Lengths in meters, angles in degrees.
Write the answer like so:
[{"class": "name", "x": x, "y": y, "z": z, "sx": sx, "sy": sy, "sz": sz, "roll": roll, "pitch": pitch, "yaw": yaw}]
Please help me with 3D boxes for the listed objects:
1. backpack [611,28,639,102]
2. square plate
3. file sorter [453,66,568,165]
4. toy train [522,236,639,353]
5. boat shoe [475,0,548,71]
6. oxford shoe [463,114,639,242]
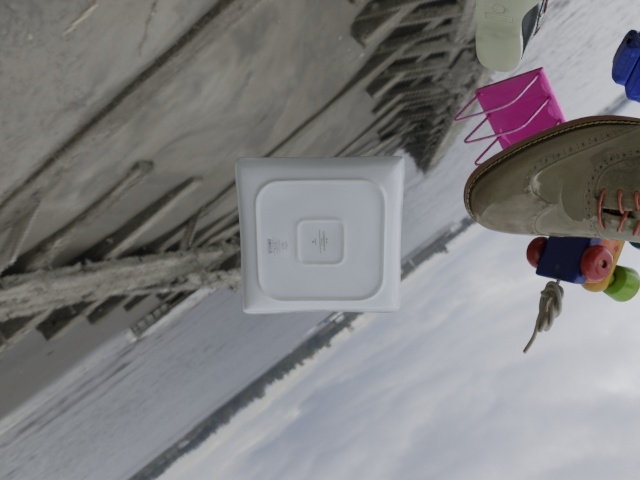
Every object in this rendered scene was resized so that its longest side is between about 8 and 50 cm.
[{"class": "backpack", "x": 0.490, "y": -0.270, "z": 0.941, "sx": 0.120, "sy": 0.101, "sz": 0.097, "roll": -55, "pitch": 168, "yaw": -45}, {"class": "square plate", "x": 0.000, "y": 0.000, "z": 1.322, "sx": 0.345, "sy": 0.346, "sz": 0.049, "roll": -1, "pitch": -162, "yaw": -1}, {"class": "file sorter", "x": 0.506, "y": -0.252, "z": 1.645, "sx": 0.202, "sy": 0.290, "sz": 0.182, "roll": -8, "pitch": -149, "yaw": 52}, {"class": "toy train", "x": 0.338, "y": 0.043, "z": 0.793, "sx": 0.105, "sy": 0.144, "sz": 0.247, "roll": 15, "pitch": -98, "yaw": 62}, {"class": "boat shoe", "x": 0.137, "y": -0.177, "z": 0.452, "sx": 0.042, "sy": 0.049, "sz": 0.133, "roll": -61, "pitch": 162, "yaw": -16}, {"class": "oxford shoe", "x": 0.314, "y": -0.052, "z": 0.629, "sx": 0.349, "sy": 0.122, "sz": 0.130, "roll": -9, "pitch": -151, "yaw": 21}]
